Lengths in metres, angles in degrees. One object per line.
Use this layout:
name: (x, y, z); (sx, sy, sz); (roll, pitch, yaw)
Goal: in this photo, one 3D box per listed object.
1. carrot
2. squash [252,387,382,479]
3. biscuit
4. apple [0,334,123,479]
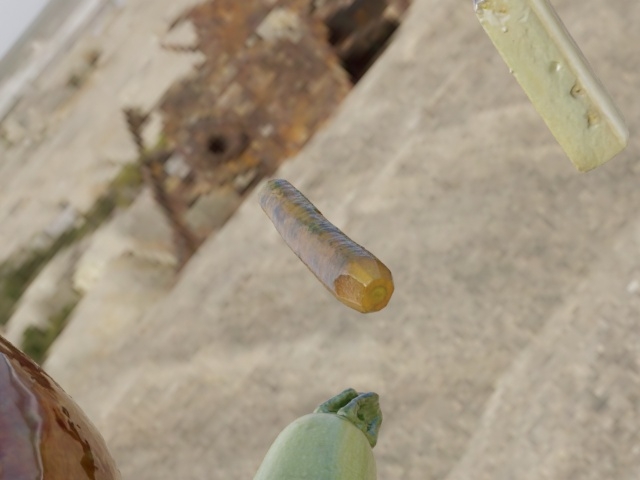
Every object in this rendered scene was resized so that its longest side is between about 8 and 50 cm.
carrot: (0.000, 0.000, 1.242); (0.042, 0.042, 0.170); (-49, 39, 5)
squash: (-0.013, 0.215, 1.362); (0.137, 0.137, 0.287); (-45, 14, 24)
biscuit: (0.189, -0.141, 1.408); (0.056, 0.188, 0.052); (-28, 29, 16)
apple: (-0.303, 0.230, 1.043); (0.333, 0.400, 0.400); (-56, 4, 46)
